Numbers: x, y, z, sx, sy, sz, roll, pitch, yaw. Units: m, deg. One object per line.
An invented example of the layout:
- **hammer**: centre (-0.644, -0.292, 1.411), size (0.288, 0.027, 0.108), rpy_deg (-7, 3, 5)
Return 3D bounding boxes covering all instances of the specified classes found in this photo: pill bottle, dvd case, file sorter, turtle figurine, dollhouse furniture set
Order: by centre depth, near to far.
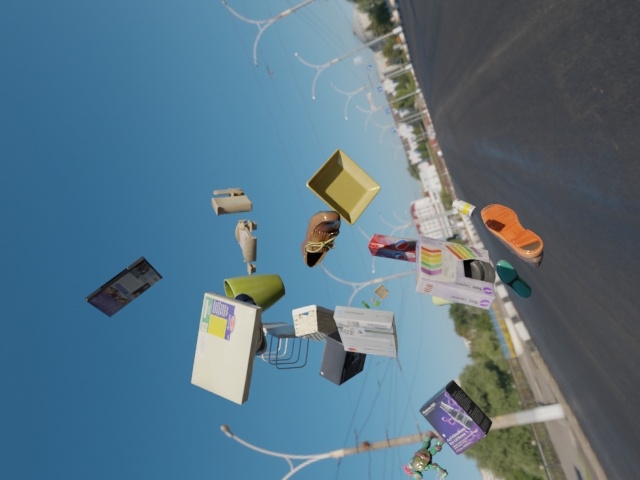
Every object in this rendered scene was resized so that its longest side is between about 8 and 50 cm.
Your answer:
- **pill bottle**: centre (0.542, -0.123, 1.682), size (0.083, 0.043, 0.043), rpy_deg (34, 171, 37)
- **dvd case**: centre (-0.755, 0.182, 1.732), size (0.022, 0.253, 0.180), rpy_deg (44, 163, 24)
- **turtle figurine**: centre (0.426, 0.885, 1.786), size (0.234, 0.175, 0.118), rpy_deg (-54, -54, -26)
- **dollhouse furniture set**: centre (-0.445, -0.044, 2.236), size (0.303, 0.174, 0.355), rpy_deg (-130, 39, -52)
- **file sorter**: centre (-0.210, 0.526, 2.265), size (0.193, 0.278, 0.172), rpy_deg (7, -90, -36)
- **dollhouse furniture set**: centre (0.299, 0.308, 2.436), size (0.076, 0.152, 0.058), rpy_deg (47, 177, -11)

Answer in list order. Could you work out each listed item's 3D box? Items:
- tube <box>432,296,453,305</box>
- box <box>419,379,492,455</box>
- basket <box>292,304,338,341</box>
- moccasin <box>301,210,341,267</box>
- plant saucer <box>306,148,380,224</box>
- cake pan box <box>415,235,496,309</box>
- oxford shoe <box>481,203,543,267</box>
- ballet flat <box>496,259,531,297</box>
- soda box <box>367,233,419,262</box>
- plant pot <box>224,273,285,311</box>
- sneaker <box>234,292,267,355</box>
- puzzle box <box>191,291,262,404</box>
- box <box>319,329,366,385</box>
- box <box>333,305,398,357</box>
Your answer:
- **tube**: centre (0.550, 0.220, 1.786), size (0.062, 0.240, 0.070), rpy_deg (30, -114, -18)
- **box**: centre (0.502, 0.656, 1.662), size (0.207, 0.153, 0.108), rpy_deg (46, -153, 19)
- **basket**: centre (-0.016, 0.319, 1.703), size (0.167, 0.114, 0.103), rpy_deg (30, -131, -50)
- **moccasin**: centre (-0.003, 0.000, 1.873), size (0.380, 0.139, 0.146), rpy_deg (127, 141, -54)
- **plant saucer**: centre (0.119, -0.285, 2.449), size (0.333, 0.081, 0.332), rpy_deg (42, -119, -6)
- **cake pan box**: centre (0.464, 0.106, 1.546), size (0.245, 0.267, 0.070), rpy_deg (-73, -4, -48)
- **oxford shoe**: centre (0.803, -0.021, 1.896), size (0.132, 0.130, 0.363), rpy_deg (57, -172, -40)
- **ballet flat**: centre (0.905, 0.179, 2.126), size (0.247, 0.083, 0.087), rpy_deg (44, -172, -14)
- **soda box**: centre (0.380, 0.040, 2.266), size (0.092, 0.264, 0.083), rpy_deg (-61, -39, -27)
- **plant pot**: centre (-0.360, 0.300, 2.539), size (0.274, 0.294, 0.274), rpy_deg (48, 149, 42)
- **sneaker**: centre (-0.337, 0.369, 2.059), size (0.321, 0.126, 0.127), rpy_deg (62, -177, 29)
- **puzzle box**: centre (-0.393, 0.442, 1.862), size (0.052, 0.272, 0.408), rpy_deg (-1, -77, -63)
- **box**: centre (0.087, 0.397, 1.560), size (0.158, 0.093, 0.155), rpy_deg (-11, -65, -51)
- **box**: centre (0.121, 0.236, 1.139), size (0.186, 0.145, 0.038), rpy_deg (73, -153, -48)
